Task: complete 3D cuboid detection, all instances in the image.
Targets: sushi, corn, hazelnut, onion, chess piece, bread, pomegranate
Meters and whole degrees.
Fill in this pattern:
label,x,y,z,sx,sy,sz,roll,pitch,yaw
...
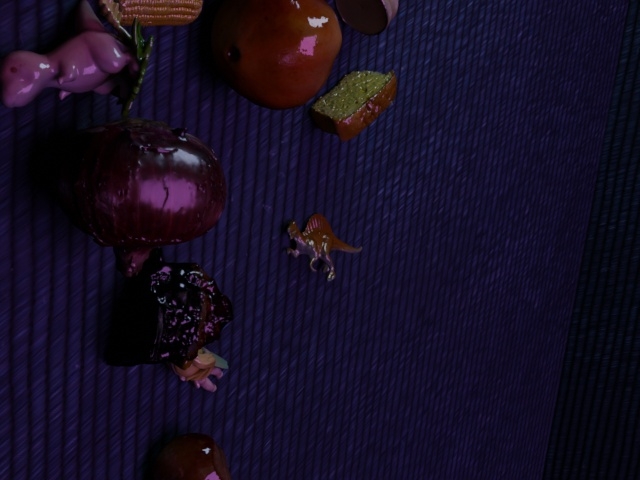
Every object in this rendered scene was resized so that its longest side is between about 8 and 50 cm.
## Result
label,x,y,z,sx,sy,sz,roll,pitch,yaw
sushi,-0.226,0.117,1.487,0.150,0.153,0.172,16,70,-36
corn,-0.240,-0.348,1.351,0.165,0.063,0.085,-22,145,-46
hazelnut,-0.227,0.412,1.636,0.143,0.143,0.154,-45,129,-35
onion,-0.253,-0.060,1.285,0.252,0.252,0.219,4,102,-55
chess piece,0.177,-0.555,1.809,0.397,0.117,0.117,-52,140,-30
bread,0.065,-0.261,1.778,0.187,0.103,0.065,-50,139,-33
pomegranate,-0.069,-0.308,1.482,0.209,0.209,0.209,-27,125,-47

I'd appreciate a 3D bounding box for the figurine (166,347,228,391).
label,x,y,z,sx,sy,sz,roll,pitch,yaw
figurine,-0.207,0.219,1.631,0.083,0.083,0.187,-61,153,-17

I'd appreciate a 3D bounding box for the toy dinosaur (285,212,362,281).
label,x,y,z,sx,sy,sz,roll,pitch,yaw
toy dinosaur,-0.001,0.001,1.856,0.212,0.057,0.142,-40,115,-54

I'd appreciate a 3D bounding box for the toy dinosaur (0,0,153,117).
label,x,y,z,sx,sy,sz,roll,pitch,yaw
toy dinosaur,-0.327,-0.239,1.255,0.177,0.152,0.194,19,76,-17
